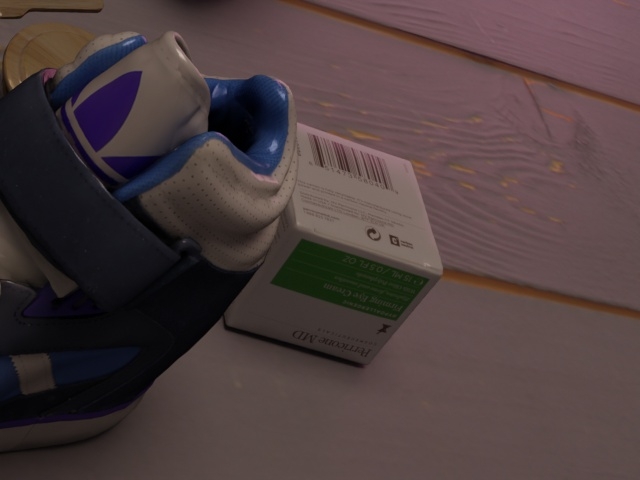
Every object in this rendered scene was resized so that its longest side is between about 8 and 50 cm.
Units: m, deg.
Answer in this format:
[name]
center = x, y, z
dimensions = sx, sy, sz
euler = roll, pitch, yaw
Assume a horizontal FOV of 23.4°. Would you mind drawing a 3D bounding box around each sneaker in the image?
[sneaker]
center = -0.149, -0.004, 0.632
dimensions = 0.323, 0.236, 0.130
euler = -6, 52, -47

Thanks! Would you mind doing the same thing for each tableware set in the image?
[tableware set]
center = -0.191, -0.079, 0.874
dimensions = 0.194, 0.039, 0.128
euler = -8, 64, -40

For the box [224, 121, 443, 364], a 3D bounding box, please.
[box]
center = 0.000, 0.000, 0.903
dimensions = 0.101, 0.087, 0.102
euler = 17, 38, -27
